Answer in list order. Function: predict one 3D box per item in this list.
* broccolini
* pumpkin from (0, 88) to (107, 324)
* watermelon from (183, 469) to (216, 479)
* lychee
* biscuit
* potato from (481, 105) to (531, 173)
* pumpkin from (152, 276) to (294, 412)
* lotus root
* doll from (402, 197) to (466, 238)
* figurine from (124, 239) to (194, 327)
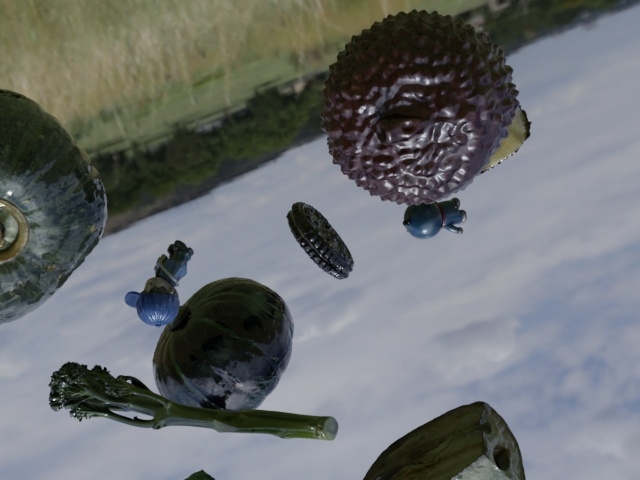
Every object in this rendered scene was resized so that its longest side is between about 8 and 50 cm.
[{"bbox_3d":[-0.172,0.205,1.357,0.392,0.079,0.074,2,165,17],"label":"broccolini"},{"bbox_3d":[-0.459,-0.036,1.432,0.327,0.291,0.257,-38,-166,-2],"label":"pumpkin"},{"bbox_3d":[-0.217,0.557,1.838,0.140,0.257,0.193,28,-127,30],"label":"watermelon"},{"bbox_3d":[0.148,-0.209,1.639,0.306,0.306,0.330,-18,-164,19],"label":"lychee"},{"bbox_3d":[0.000,0.000,2.225,0.053,0.194,0.194,-41,-177,13],"label":"biscuit"},{"bbox_3d":[0.274,-0.267,2.120,0.229,0.229,0.266,-16,145,29],"label":"potato"},{"bbox_3d":[-0.193,0.203,1.997,0.315,0.238,0.315,-45,-165,15],"label":"pumpkin"},{"bbox_3d":[0.219,0.446,1.909,0.314,0.142,0.210,-34,-147,15],"label":"lotus root"},{"bbox_3d":[0.242,-0.050,2.300,0.152,0.114,0.085,-15,154,-28],"label":"doll"},{"bbox_3d":[-0.236,0.072,1.629,0.136,0.079,0.077,-53,-167,-33],"label":"figurine"}]
